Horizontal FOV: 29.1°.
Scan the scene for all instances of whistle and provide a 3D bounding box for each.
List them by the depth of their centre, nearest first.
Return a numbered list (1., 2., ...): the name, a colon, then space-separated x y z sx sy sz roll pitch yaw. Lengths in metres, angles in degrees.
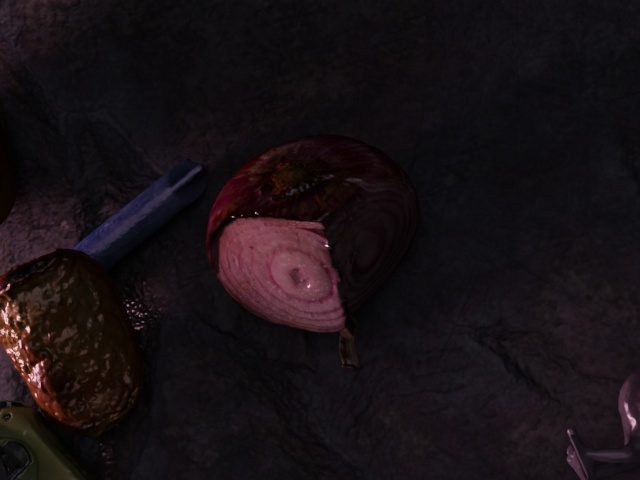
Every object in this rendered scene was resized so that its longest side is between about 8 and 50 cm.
1. whistle: -0.283 -0.007 1.751 0.304 0.062 0.062 -39 73 -1

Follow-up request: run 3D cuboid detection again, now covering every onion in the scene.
1. onion: -0.006 -0.027 1.631 0.256 0.272 0.230 24 56 9

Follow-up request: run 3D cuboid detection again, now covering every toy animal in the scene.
1. toy animal: 0.412 0.261 1.545 0.206 0.081 0.367 -7 75 -3

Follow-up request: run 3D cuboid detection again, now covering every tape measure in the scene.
1. tape measure: -0.409 0.321 1.671 0.175 0.106 0.200 -43 71 -5

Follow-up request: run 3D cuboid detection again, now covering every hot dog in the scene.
1. hot dog: -0.344 0.139 1.691 0.175 0.114 0.259 -24 102 -7

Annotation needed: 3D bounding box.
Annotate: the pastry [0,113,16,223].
1. pastry: -0.541 -0.152 1.702 0.164 0.356 0.356 -16 74 -1
